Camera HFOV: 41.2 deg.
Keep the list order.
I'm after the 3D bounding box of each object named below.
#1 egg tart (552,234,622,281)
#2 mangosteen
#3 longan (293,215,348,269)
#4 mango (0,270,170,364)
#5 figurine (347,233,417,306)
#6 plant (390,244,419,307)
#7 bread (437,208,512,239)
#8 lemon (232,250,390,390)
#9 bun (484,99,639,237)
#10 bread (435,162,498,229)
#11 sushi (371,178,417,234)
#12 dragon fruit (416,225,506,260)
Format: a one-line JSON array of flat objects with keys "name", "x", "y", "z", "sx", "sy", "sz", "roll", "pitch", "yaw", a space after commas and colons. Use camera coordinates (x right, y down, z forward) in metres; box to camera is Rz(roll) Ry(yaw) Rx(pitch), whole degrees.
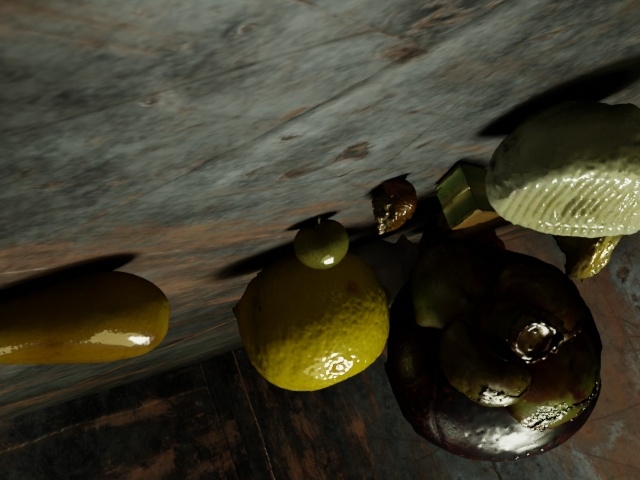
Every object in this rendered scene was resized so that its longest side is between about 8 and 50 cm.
[{"name": "egg tart", "x": 0.471, "y": -0.065, "z": 1.412, "sx": 0.288, "sy": 0.118, "sz": 0.288, "roll": -53, "pitch": 172, "yaw": -11}, {"name": "mangosteen", "x": 0.276, "y": 0.183, "z": 1.434, "sx": 0.381, "sy": 0.381, "sz": 0.421, "roll": -22, "pitch": 158, "yaw": 17}, {"name": "longan", "x": 0.000, "y": 0.000, "z": 1.140, "sx": 0.075, "sy": 0.075, "sz": 0.083, "roll": -19, "pitch": 131, "yaw": -7}, {"name": "mango", "x": -0.277, "y": 0.090, "z": 0.924, "sx": 0.227, "sy": 0.099, "sz": 0.136, "roll": -8, "pitch": 173, "yaw": -21}, {"name": "figurine", "x": 0.055, "y": 0.078, "z": 1.595, "sx": 0.276, "sy": 0.133, "sz": 0.200, "roll": -15, "pitch": -175, "yaw": -2}, {"name": "plant", "x": 0.129, "y": 0.129, "z": 2.040, "sx": 0.333, "sy": 0.180, "sz": 0.251, "roll": -18, "pitch": 163, "yaw": 10}, {"name": "bread", "x": 0.303, "y": -0.055, "z": 1.455, "sx": 0.200, "sy": 0.077, "sz": 0.116, "roll": -19, "pitch": 169, "yaw": -7}, {"name": "lemon", "x": -0.005, "y": 0.120, "z": 1.359, "sx": 0.253, "sy": 0.228, "sz": 0.228, "roll": -22, "pitch": 173, "yaw": -5}, {"name": "bun", "x": 0.300, "y": -0.090, "z": 0.963, "sx": 0.220, "sy": 0.134, "sz": 0.220, "roll": 5, "pitch": 159, "yaw": 2}, {"name": "bread", "x": 0.217, "y": -0.068, "z": 1.147, "sx": 0.084, "sy": 0.074, "sz": 0.139, "roll": -19, "pitch": 171, "yaw": -8}, {"name": "sushi", "x": 0.091, "y": -0.041, "z": 1.090, "sx": 0.055, "sy": 0.052, "sz": 0.120, "roll": -18, "pitch": 172, "yaw": -6}, {"name": "dragon fruit", "x": 0.278, "y": 0.034, "z": 1.712, "sx": 0.182, "sy": 0.182, "sz": 0.188, "roll": -16, "pitch": 163, "yaw": -27}]
